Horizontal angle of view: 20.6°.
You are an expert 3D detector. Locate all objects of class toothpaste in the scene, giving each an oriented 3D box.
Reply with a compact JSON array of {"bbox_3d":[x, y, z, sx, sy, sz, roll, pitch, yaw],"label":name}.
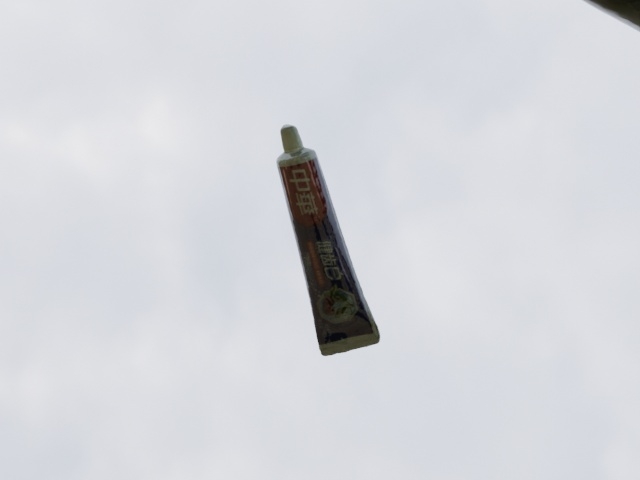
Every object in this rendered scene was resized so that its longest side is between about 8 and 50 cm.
[{"bbox_3d":[0.000,0.000,1.000,0.037,0.021,0.140,-13,-73,10],"label":"toothpaste"}]

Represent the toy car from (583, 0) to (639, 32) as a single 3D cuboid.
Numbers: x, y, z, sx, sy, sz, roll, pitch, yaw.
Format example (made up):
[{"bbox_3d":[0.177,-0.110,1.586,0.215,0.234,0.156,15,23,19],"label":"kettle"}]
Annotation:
[{"bbox_3d":[0.174,-0.175,0.791,0.204,0.198,0.248,21,-17,-35],"label":"toy car"}]
